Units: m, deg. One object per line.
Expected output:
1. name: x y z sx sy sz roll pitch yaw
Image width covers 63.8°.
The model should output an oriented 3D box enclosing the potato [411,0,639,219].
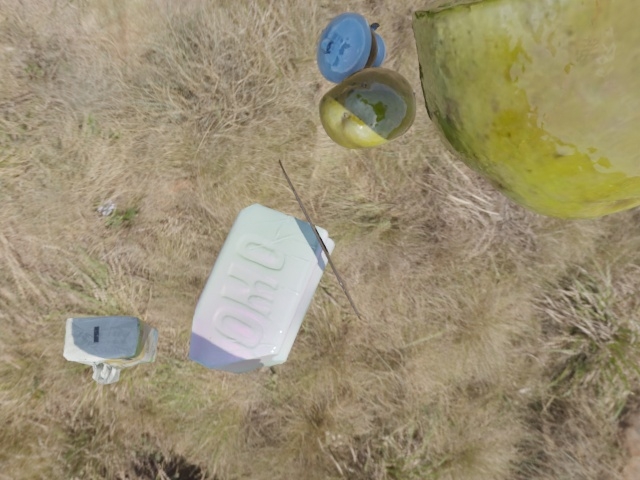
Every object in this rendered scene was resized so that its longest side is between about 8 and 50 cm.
1. potato: 0.280 -0.128 0.470 0.329 0.213 0.280 -19 120 9

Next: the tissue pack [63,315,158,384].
1. tissue pack: -0.488 0.265 1.219 0.158 0.229 0.145 -1 74 -7

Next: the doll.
1. doll: 0.079 -0.497 1.343 0.141 0.314 0.177 28 115 17

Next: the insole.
1. insole: 0.000 0.000 0.937 0.007 0.111 0.328 -27 96 1

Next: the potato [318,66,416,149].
1. potato: 0.088 -0.228 0.909 0.154 0.200 0.137 -43 83 28

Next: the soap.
1. soap: -0.133 0.113 1.087 0.208 0.115 0.347 21 82 16
